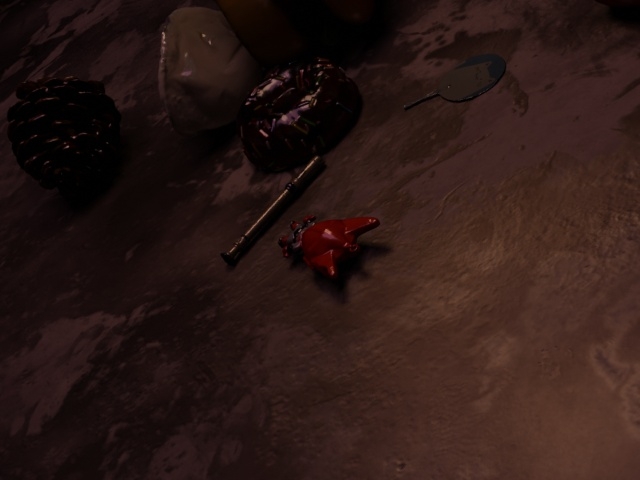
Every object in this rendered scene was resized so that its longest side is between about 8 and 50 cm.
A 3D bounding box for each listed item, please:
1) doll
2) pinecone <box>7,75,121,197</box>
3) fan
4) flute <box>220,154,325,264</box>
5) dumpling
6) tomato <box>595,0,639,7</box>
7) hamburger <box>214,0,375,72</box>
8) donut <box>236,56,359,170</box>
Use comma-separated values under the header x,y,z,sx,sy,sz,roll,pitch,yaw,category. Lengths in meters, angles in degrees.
x,y,z,sx,sy,sz,roll,pitch,yaw,category
0.000,0.000,1.362,0.169,0.057,0.109,17,61,49,doll
-0.509,-0.212,1.921,0.224,0.224,0.272,-28,39,11,pinecone
0.210,-0.246,1.528,0.175,0.005,0.113,-22,36,18,fan
-0.072,-0.052,1.517,0.233,0.027,0.027,-48,36,-19,flute
-0.218,-0.330,1.808,0.175,0.227,0.243,-29,25,16,dumpling
0.474,-0.395,1.423,0.156,0.069,0.155,-30,34,23,tomato
-0.051,-0.530,1.796,0.278,0.395,0.395,-24,35,16,hamburger
-0.049,-0.224,1.653,0.235,0.089,0.235,-23,38,19,donut
